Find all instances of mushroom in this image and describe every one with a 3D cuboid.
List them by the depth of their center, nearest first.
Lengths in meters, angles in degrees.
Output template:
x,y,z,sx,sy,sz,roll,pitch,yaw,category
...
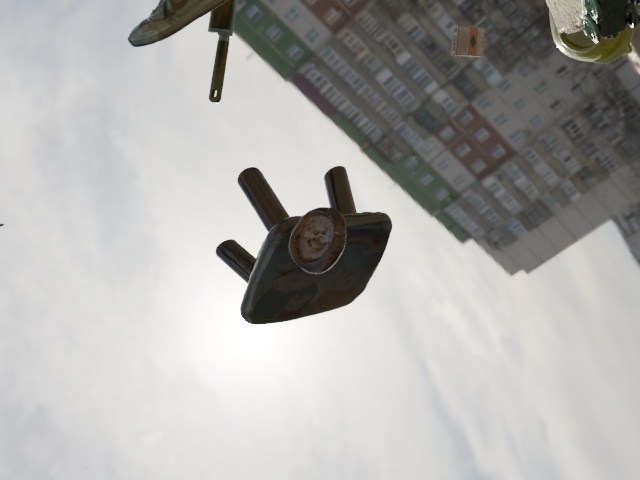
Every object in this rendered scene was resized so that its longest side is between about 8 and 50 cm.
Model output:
x,y,z,sx,sy,sz,roll,pitch,yaw,category
0.000,0.000,1.263,0.052,0.123,0.123,26,-145,-51,mushroom

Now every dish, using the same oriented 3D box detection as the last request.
x,y,z,sx,sy,sz,roll,pitch,yaw,category
0.585,-0.462,1.568,0.208,0.149,0.080,35,-142,17,dish

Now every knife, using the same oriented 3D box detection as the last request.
x,y,z,sx,sy,sz,roll,pitch,yaw,category
-0.230,-0.488,1.634,0.061,0.343,0.027,11,-177,13,knife

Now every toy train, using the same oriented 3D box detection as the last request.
x,y,z,sx,sy,sz,roll,pitch,yaw,category
0.341,-0.318,0.861,0.170,0.071,0.111,42,-149,-61,toy train

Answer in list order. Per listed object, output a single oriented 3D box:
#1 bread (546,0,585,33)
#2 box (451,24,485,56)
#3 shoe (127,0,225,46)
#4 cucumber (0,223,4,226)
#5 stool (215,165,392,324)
x,y,z,sx,sy,sz,roll,pitch,yaw,category
0.565,-0.535,1.310,0.279,0.279,0.207,-83,-30,-84,bread
0.231,-0.312,1.116,0.083,0.012,0.046,-15,-69,-48,box
-0.299,-0.504,1.513,0.098,0.275,0.103,57,-176,-19,shoe
-0.806,0.023,1.622,0.056,0.250,0.056,44,-154,-28,cucumber
-0.045,0.001,1.562,0.310,0.310,0.226,-5,-133,-33,stool
